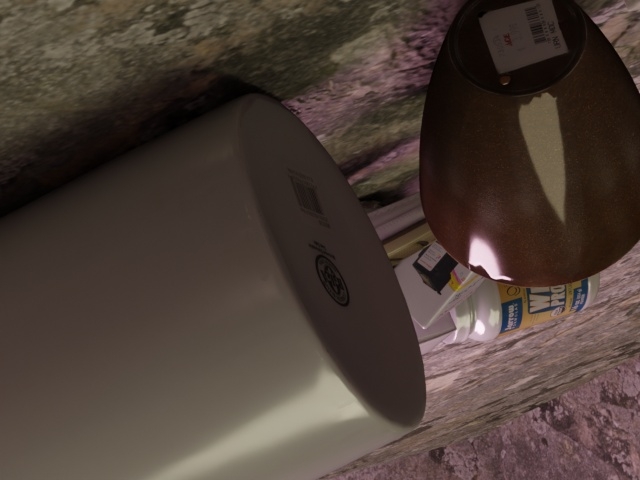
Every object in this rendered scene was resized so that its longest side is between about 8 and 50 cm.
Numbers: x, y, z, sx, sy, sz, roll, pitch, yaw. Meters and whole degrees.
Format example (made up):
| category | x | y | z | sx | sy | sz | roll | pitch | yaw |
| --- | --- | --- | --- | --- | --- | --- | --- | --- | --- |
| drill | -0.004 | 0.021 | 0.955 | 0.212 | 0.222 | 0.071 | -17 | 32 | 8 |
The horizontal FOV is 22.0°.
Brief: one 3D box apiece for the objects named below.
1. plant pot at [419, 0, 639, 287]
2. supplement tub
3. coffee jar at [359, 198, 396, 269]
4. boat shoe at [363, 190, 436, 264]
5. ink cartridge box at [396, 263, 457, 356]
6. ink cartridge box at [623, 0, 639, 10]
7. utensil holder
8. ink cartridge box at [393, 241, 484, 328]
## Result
| category | x | y | z | sx | sy | sz | roll | pitch | yaw |
| --- | --- | --- | --- | --- | --- | --- | --- | --- | --- |
| plant pot | 0.173 | -0.106 | 1.358 | 0.215 | 0.215 | 0.230 | -21 | 151 | 1 |
| supplement tub | 0.234 | 0.044 | 2.072 | 0.199 | 0.144 | 0.144 | -17 | 166 | -16 |
| coffee jar | 0.038 | 0.019 | 1.835 | 0.096 | 0.079 | 0.184 | -20 | 167 | -4 |
| boat shoe | 0.000 | 0.000 | 1.654 | 0.302 | 0.103 | 0.113 | -25 | 171 | 15 |
| ink cartridge box | 0.075 | 0.088 | 2.021 | 0.082 | 0.140 | 0.191 | -16 | 166 | -25 |
| ink cartridge box | 0.238 | -0.231 | 1.091 | 0.067 | 0.115 | 0.198 | -13 | 164 | -31 |
| utensil holder | -0.149 | 0.098 | 1.366 | 0.385 | 0.328 | 0.327 | -26 | 165 | 17 |
| ink cartridge box | 0.162 | -0.001 | 1.790 | 0.127 | 0.072 | 0.175 | -31 | 162 | -54 |
